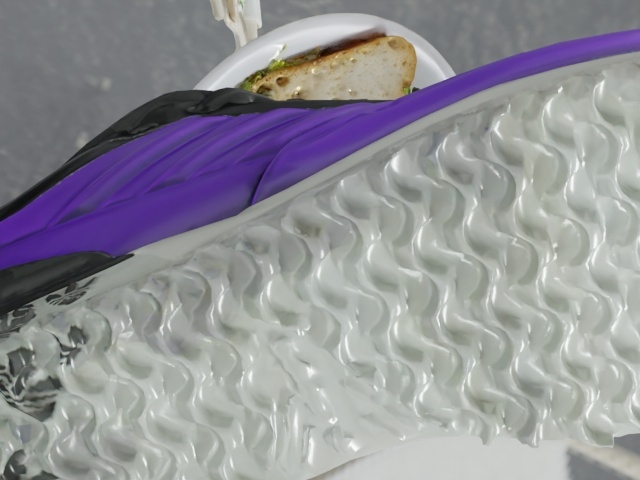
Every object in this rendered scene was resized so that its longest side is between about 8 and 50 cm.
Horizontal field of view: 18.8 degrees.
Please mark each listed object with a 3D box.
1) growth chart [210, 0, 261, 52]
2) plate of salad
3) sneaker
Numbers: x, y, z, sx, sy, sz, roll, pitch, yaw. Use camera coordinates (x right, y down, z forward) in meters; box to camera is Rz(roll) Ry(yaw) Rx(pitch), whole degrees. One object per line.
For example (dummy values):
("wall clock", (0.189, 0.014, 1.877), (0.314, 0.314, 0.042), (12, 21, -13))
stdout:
("growth chart", (-0.061, -0.192, 0.923), (0.237, 0.021, 0.172), (58, 27, -66))
("plate of salad", (0.000, 0.000, 0.842), (0.200, 0.048, 0.200), (-19, 122, -33))
("sneaker", (0.004, -0.004, 0.521), (0.293, 0.146, 0.102), (-18, 117, 3))
